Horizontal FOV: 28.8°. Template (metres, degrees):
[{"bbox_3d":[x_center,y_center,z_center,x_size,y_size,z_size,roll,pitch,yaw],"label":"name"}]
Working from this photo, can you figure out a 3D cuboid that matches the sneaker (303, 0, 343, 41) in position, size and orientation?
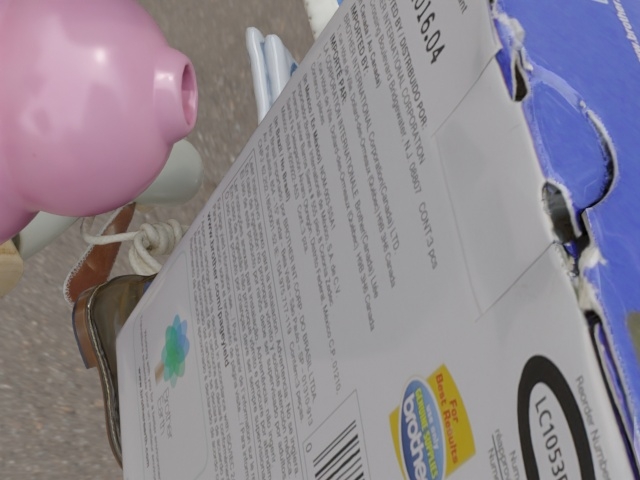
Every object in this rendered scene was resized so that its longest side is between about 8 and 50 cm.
[{"bbox_3d":[0.047,-0.097,0.695,0.085,0.152,0.058,-17,55,4],"label":"sneaker"}]

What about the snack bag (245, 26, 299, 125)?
[{"bbox_3d":[0.000,0.000,1.112,0.037,0.342,0.323,-10,85,9],"label":"snack bag"}]

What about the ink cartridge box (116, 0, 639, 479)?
[{"bbox_3d":[0.061,0.056,0.463,0.151,0.395,0.270,9,51,-25],"label":"ink cartridge box"}]

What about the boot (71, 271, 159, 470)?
[{"bbox_3d":[-0.112,0.125,0.966,0.082,0.106,0.219,-28,92,-46],"label":"boot"}]

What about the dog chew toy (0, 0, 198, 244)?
[{"bbox_3d":[-0.234,-0.077,0.695,0.332,0.206,0.206,-1,80,8],"label":"dog chew toy"}]

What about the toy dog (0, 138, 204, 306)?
[{"bbox_3d":[-0.270,-0.011,1.161,0.334,0.161,0.220,8,52,-34],"label":"toy dog"}]
